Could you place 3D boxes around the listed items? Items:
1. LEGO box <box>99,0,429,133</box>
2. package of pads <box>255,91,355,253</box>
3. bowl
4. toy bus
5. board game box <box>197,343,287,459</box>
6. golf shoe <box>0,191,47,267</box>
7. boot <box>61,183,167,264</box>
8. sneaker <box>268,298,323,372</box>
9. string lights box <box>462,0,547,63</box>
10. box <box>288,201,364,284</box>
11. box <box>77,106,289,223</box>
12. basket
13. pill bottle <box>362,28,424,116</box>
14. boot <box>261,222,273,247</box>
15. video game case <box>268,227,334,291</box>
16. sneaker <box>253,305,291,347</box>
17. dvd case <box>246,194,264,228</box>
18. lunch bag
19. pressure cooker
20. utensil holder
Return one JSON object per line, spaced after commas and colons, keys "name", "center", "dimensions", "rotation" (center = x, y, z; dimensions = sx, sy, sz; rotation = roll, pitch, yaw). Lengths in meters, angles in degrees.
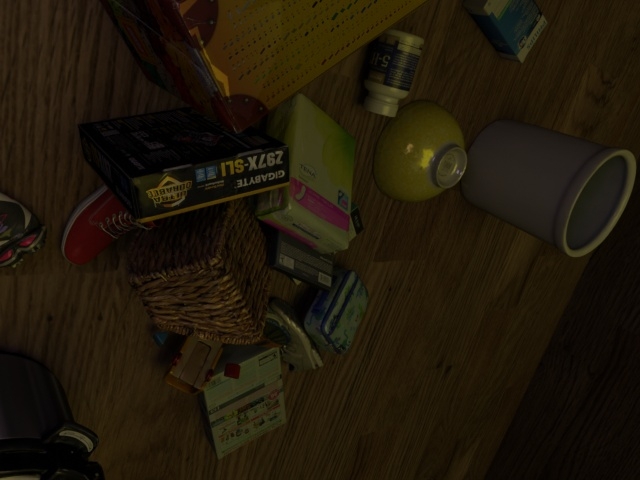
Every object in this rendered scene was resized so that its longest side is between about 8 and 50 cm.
{"name": "LEGO box", "center": [-0.060, -0.432, 0.832], "dimensions": [0.500, 0.372, 0.193], "rotation": [-38, 133, -14]}
{"name": "package of pads", "center": [-0.027, -0.146, 1.124], "dimensions": [0.229, 0.101, 0.297], "rotation": [31, 55, -45]}
{"name": "bowl", "center": [0.302, -0.221, 1.401], "dimensions": [0.289, 0.156, 0.289], "rotation": [-20, 127, -29]}
{"name": "toy bus", "center": [-0.295, 0.267, 1.238], "dimensions": [0.202, 0.191, 0.104], "rotation": [-11, 162, -36]}
{"name": "board game box", "center": [-0.216, 0.418, 1.403], "dimensions": [0.224, 0.097, 0.303], "rotation": [-20, 124, -28]}
{"name": "golf shoe", "center": [-0.610, 0.034, 0.873], "dimensions": [0.273, 0.105, 0.120], "rotation": [-43, 119, -18]}
{"name": "boot", "center": [-0.375, -0.030, 0.953], "dimensions": [0.244, 0.176, 0.088], "rotation": [-50, 137, -2]}
{"name": "sneaker", "center": [-0.088, 0.280, 1.419], "dimensions": [0.115, 0.105, 0.281], "rotation": [-27, 123, -1]}
{"name": "string lights box", "center": [0.504, -0.611, 1.387], "dimensions": [0.259, 0.077, 0.133], "rotation": [26, 98, -44]}
{"name": "box", "center": [0.000, 0.000, 1.343], "dimensions": [0.244, 0.060, 0.100], "rotation": [-40, 144, -14]}
{"name": "box", "center": [-0.244, -0.150, 0.885], "dimensions": [0.257, 0.322, 0.079], "rotation": [-17, 123, -31]}
{"name": "basket", "center": [-0.233, 0.053, 1.019], "dimensions": [0.213, 0.299, 0.223], "rotation": [-14, 126, 10]}
{"name": "pill bottle", "center": [0.165, -0.395, 1.216], "dimensions": [0.112, 0.112, 0.187], "rotation": [-1, 115, -38]}
{"name": "boot", "center": [-0.096, -0.021, 1.233], "dimensions": [0.084, 0.059, 0.158], "rotation": [-13, 161, -38]}
{"name": "video game case", "center": [-0.032, -0.039, 1.188], "dimensions": [0.196, 0.026, 0.274], "rotation": [29, 57, -45]}
{"name": "sneaker", "center": [-0.164, 0.157, 1.260], "dimensions": [0.112, 0.131, 0.296], "rotation": [-22, 135, 19]}
{"name": "dvd case", "center": [-0.143, -0.110, 1.201], "dimensions": [0.253, 0.022, 0.180], "rotation": [-9, 119, -35]}
{"name": "lunch bag", "center": [0.049, 0.195, 1.440], "dimensions": [0.219, 0.090, 0.176], "rotation": [-60, 140, -30]}
{"name": "pressure cooker", "center": [-0.590, 0.435, 0.883], "dimensions": [0.375, 0.420, 0.370], "rotation": [-1, 116, -38]}
{"name": "utensil holder", "center": [0.674, -0.174, 1.566], "dimensions": [0.327, 0.385, 0.328], "rotation": [-19, 125, -30]}
